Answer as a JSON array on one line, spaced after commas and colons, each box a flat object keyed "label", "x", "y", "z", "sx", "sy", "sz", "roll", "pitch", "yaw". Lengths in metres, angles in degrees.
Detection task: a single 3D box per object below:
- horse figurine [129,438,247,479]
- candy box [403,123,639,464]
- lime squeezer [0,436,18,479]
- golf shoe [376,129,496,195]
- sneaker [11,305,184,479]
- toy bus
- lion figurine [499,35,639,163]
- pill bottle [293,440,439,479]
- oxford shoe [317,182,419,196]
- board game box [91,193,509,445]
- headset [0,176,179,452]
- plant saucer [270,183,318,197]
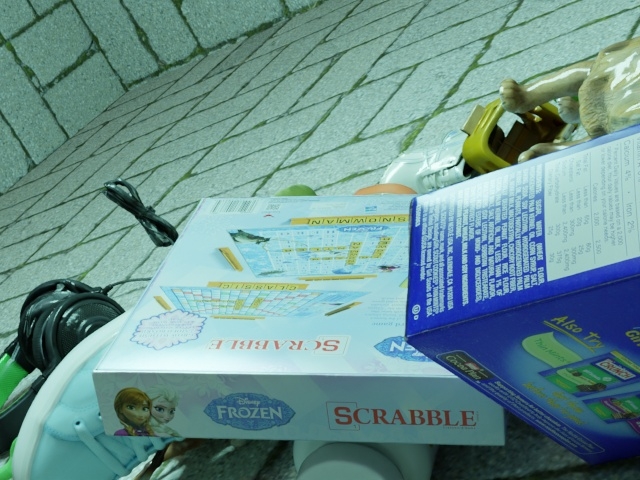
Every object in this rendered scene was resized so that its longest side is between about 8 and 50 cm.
[{"label": "horse figurine", "x": -0.180, "y": 0.205, "z": 1.434, "sx": 0.174, "sy": 0.066, "sz": 0.263, "roll": -45, "pitch": 25, "yaw": -21}, {"label": "candy box", "x": 0.258, "y": 0.030, "z": 0.862, "sx": 0.317, "sy": 0.268, "sz": 0.122, "roll": -17, "pitch": 55, "yaw": 32}, {"label": "lime squeezer", "x": -0.329, "y": 0.238, "z": 1.598, "sx": 0.310, "sy": 0.059, "sz": 0.110, "roll": -36, "pitch": 19, "yaw": -16}, {"label": "golf shoe", "x": 0.154, "y": -0.092, "z": 1.722, "sx": 0.176, "sy": 0.069, "sz": 0.086, "roll": -33, "pitch": 24, "yaw": -6}, {"label": "sneaker", "x": -0.150, "y": 0.142, "z": 1.284, "sx": 0.366, "sy": 0.135, "sz": 0.150, "roll": -47, "pitch": 33, "yaw": -3}, {"label": "toy bus", "x": 0.214, "y": -0.115, "z": 1.508, "sx": 0.202, "sy": 0.104, "sz": 0.191, "roll": -54, "pitch": 6, "yaw": 41}, {"label": "lion figurine", "x": 0.330, "y": -0.121, "z": 1.269, "sx": 0.240, "sy": 0.142, "sz": 0.392, "roll": -13, "pitch": 1, "yaw": 28}, {"label": "pill bottle", "x": 0.043, "y": 0.160, "z": 1.108, "sx": 0.118, "sy": 0.117, "sz": 0.208, "roll": -22, "pitch": 20, "yaw": 24}, {"label": "oxford shoe", "x": 0.000, "y": 0.000, "z": 1.667, "sx": 0.271, "sy": 0.097, "sz": 0.098, "roll": -17, "pitch": 27, "yaw": 35}, {"label": "board game box", "x": 0.010, "y": 0.055, "z": 1.119, "sx": 0.319, "sy": 0.065, "sz": 0.318, "roll": 0, "pitch": 27, "yaw": 14}, {"label": "headset", "x": -0.351, "y": 0.107, "z": 1.779, "sx": 0.394, "sy": 0.185, "sz": 0.243, "roll": -46, "pitch": 21, "yaw": -12}, {"label": "plant saucer", "x": -0.053, "y": 0.053, "z": 1.470, "sx": 0.037, "sy": 0.241, "sz": 0.241, "roll": 26, "pitch": 47, "yaw": 21}]
